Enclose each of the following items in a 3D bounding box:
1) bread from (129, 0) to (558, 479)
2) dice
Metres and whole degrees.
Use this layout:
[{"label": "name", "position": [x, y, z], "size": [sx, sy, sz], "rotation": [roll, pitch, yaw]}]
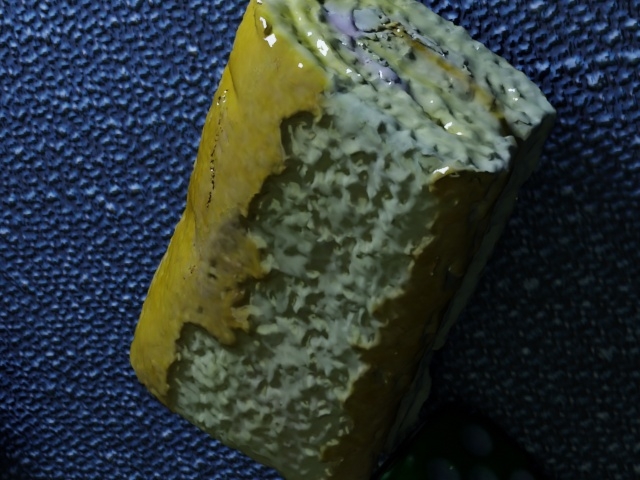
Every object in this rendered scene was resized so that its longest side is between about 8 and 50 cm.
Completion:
[{"label": "bread", "position": [0.000, 0.000, 1.445], "size": [0.236, 0.165, 0.375], "rotation": [33, 132, 14]}, {"label": "dice", "position": [0.097, 0.224, 1.551], "size": [0.131, 0.120, 0.128], "rotation": [44, 132, 3]}]
